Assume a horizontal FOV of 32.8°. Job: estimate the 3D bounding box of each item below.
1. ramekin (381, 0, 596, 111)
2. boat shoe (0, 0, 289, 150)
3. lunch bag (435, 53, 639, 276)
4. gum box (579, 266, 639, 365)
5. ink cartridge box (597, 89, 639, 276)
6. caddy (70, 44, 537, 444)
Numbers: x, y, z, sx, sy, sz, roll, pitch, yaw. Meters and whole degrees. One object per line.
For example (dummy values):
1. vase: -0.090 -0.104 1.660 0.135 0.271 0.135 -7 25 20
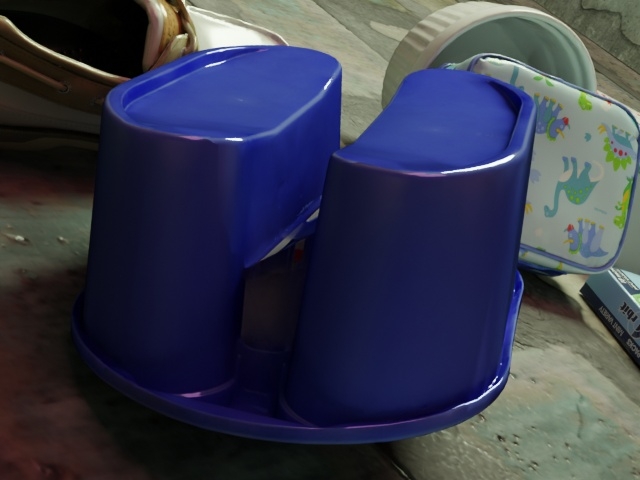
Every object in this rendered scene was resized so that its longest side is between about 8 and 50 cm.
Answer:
1. ramekin: 0.160 -0.142 1.094 0.207 0.207 0.109 19 17 -26
2. boat shoe: -0.127 -0.123 0.742 0.302 0.103 0.113 -11 67 -41
3. lunch bag: 0.183 -0.062 0.996 0.219 0.176 0.090 16 -10 -28
4. gum box: 0.358 0.100 1.035 0.184 0.041 0.157 17 27 -28
5. ink cartridge box: 0.359 -0.063 1.266 0.211 0.121 0.289 25 23 -14
6. caddy: 0.000 0.000 0.639 0.241 0.179 0.341 10 20 12
